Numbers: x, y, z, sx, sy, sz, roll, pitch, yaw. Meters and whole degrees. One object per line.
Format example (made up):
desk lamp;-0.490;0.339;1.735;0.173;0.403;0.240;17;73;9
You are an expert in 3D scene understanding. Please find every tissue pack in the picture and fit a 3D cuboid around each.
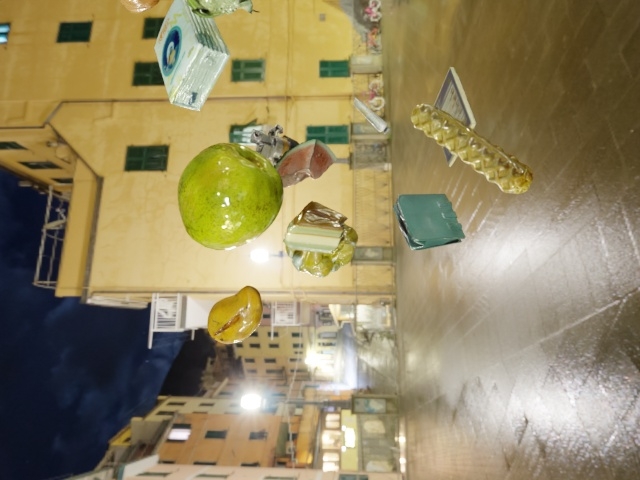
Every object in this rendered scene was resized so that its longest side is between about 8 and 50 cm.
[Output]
tissue pack;-0.531;-0.765;1.716;0.287;0.162;0.388;-46;54;32

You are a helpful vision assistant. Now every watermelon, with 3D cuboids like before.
watermelon;-0.092;-0.329;1.860;0.148;0.319;0.226;59;-170;-32

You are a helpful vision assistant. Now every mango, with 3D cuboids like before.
mango;-0.321;0.287;1.582;0.295;0.177;0.120;-42;-4;36

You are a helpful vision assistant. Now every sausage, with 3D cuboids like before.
sausage;-0.496;-0.701;1.144;0.120;0.136;0.241;45;179;-19

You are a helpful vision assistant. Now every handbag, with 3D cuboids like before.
handbag;0.486;-0.085;1.928;0.100;0.274;0.268;107;151;-54

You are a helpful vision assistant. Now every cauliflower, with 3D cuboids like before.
cauliflower;-0.359;-0.919;1.566;0.315;0.256;0.238;-12;-98;-48

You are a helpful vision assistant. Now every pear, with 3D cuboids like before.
pear;-0.325;-0.143;1.492;0.391;0.391;0.390;0;-90;-87

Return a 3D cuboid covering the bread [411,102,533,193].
bread;0.374;-0.240;1.072;0.367;0.084;0.077;46;126;29

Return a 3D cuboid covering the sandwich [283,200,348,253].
sandwich;-0.012;-0.032;1.788;0.227;0.198;0.155;-48;-18;-50

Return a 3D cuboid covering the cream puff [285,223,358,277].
cream puff;0.000;0.000;2.100;0.378;0.379;0.275;-84;-20;-60

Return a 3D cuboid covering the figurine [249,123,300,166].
figurine;-0.211;-0.465;2.173;0.143;0.309;0.308;-3;85;54

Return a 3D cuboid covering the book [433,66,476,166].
book;0.508;-0.479;1.641;0.228;0.018;0.322;103;164;-57

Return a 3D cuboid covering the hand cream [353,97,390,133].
hand cream;0.210;-0.521;1.775;0.042;0.194;0.067;-46;-8;-4
